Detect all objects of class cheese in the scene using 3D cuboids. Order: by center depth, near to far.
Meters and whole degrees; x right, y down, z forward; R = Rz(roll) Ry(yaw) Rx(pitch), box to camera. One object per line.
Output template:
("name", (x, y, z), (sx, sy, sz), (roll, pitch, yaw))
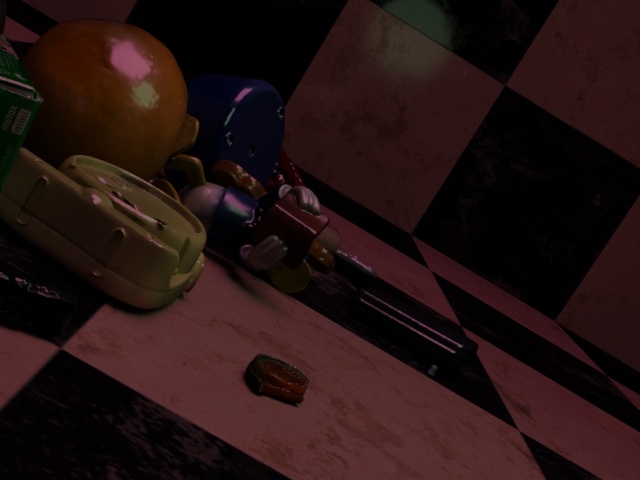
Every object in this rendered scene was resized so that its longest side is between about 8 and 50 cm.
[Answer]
("cheese", (0.000, 0.000, 1.947), (0.286, 0.082, 0.163), (33, 9, -8))

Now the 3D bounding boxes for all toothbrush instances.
("toothbrush", (0.207, 0.219, 1.618), (0.013, 0.019, 0.193), (33, 7, 10))

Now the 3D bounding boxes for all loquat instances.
("loquat", (-0.316, -0.186, 1.311), (0.263, 0.263, 0.263), (31, 9, -5))

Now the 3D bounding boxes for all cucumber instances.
("cucumber", (-0.330, 0.026, 0.773), (0.257, 0.043, 0.044), (24, 6, -36))

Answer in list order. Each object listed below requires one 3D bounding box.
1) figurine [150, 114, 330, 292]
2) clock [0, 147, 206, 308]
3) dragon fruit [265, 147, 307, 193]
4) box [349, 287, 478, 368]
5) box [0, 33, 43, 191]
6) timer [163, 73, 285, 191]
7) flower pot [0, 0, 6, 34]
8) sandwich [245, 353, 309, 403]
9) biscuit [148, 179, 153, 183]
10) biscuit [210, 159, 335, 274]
("figurine", (-0.094, -0.032, 1.459), (0.284, 0.204, 0.338), (7, -19, 33))
("clock", (-0.248, -0.021, 1.144), (0.235, 0.096, 0.308), (32, 7, 7))
("dragon fruit", (-0.169, -0.151, 2.194), (0.329, 0.228, 0.286), (60, 10, -66))
("box", (0.173, 0.158, 1.669), (0.230, 0.050, 0.160), (29, 6, 18))
("box", (-0.403, -0.139, 1.009), (0.103, 0.180, 0.250), (21, 14, -33))
("timer", (-0.293, -0.229, 1.799), (0.384, 0.270, 0.270), (20, 4, 20))
("flower pot", (-0.555, -0.312, 1.124), (0.302, 0.301, 0.213), (25, 12, -36))
("sandwich", (-0.048, 0.159, 1.050), (0.101, 0.026, 0.069), (25, 10, -40))
("biscuit", (-0.393, -0.143, 1.513), (0.265, 0.040, 0.188), (29, 9, -26))
("biscuit", (-0.094, -0.037, 1.661), (0.295, 0.044, 0.186), (46, -18, -30))
